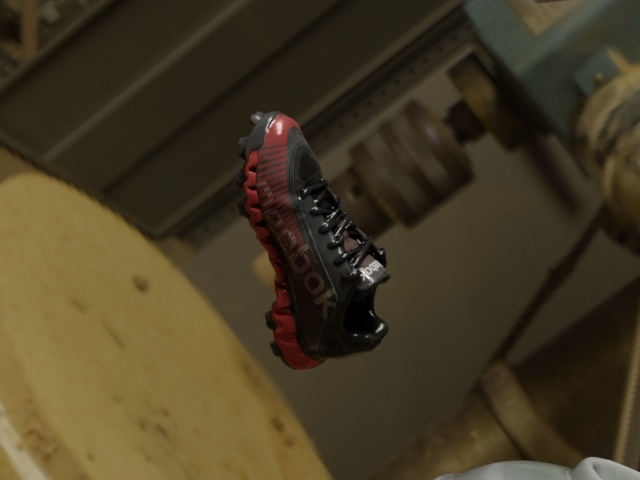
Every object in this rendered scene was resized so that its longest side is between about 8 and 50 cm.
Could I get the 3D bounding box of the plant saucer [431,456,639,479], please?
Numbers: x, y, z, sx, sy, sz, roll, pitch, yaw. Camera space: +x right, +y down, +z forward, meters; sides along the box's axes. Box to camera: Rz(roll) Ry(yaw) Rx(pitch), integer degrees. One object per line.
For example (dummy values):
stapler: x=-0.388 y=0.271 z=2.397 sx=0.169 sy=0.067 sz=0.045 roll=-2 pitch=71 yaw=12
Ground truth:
plant saucer: x=0.272 y=0.264 z=1.115 sx=0.400 sy=0.100 sz=0.400 roll=29 pitch=6 yaw=-3

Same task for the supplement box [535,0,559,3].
supplement box: x=0.199 y=-0.287 z=1.001 sx=0.114 sy=0.111 sz=0.220 roll=2 pitch=-68 yaw=50

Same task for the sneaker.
sneaker: x=0.000 y=0.000 z=1.446 sx=0.098 sy=0.135 sz=0.276 roll=-35 pitch=118 yaw=-53
